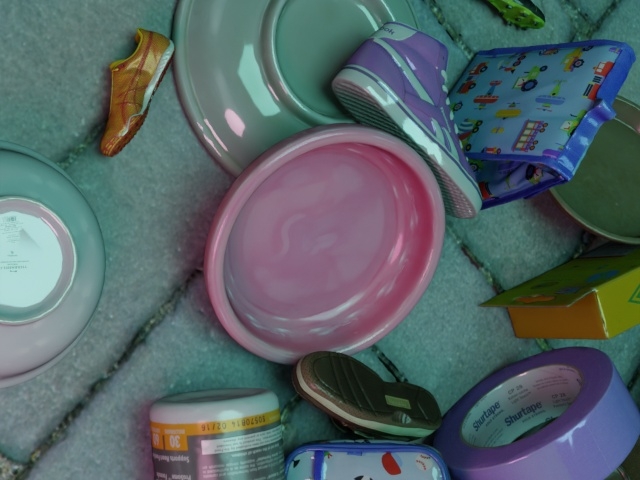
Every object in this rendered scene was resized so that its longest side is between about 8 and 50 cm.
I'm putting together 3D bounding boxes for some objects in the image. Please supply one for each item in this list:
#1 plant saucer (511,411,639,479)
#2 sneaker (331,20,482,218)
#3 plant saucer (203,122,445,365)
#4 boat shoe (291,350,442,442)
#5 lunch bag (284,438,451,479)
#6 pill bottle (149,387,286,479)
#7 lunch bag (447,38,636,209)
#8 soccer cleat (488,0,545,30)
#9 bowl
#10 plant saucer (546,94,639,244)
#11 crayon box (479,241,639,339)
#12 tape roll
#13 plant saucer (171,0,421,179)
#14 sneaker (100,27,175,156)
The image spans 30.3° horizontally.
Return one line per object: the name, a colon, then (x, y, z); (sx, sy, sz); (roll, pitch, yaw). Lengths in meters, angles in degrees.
plant saucer: (0.409, 0.366, 1.740); (0.311, 0.050, 0.310); (4, 67, -9)
sneaker: (0.153, -0.167, 1.567); (0.282, 0.102, 0.161); (50, 62, -27)
plant saucer: (0.000, 0.000, 1.523); (0.332, 0.084, 0.332); (-12, 120, -22)
boat shoe: (0.048, 0.226, 1.577); (0.257, 0.095, 0.095); (27, 40, -36)
lunch bag: (0.052, 0.409, 1.528); (0.243, 0.115, 0.303); (1, 84, 3)
pill bottle: (-0.119, 0.326, 1.445); (0.162, 0.162, 0.278); (-4, 89, -31)
lunch bag: (0.296, -0.171, 1.646); (0.138, 0.293, 0.221); (43, 68, -21)
soccer cleat: (0.275, -0.381, 1.784); (0.179, 0.060, 0.072); (28, 72, -23)
bowl: (-0.362, 0.025, 1.337); (0.298, 0.134, 0.298); (2, 86, -31)
plant saucer: (0.443, -0.110, 1.821); (0.278, 0.041, 0.278); (10, 58, -17)
crayon box: (0.421, 0.074, 1.760); (0.318, 0.202, 0.081); (-21, 98, -29)
tape roll: (0.295, 0.261, 1.629); (0.275, 0.275, 0.090); (-37, 106, -27)
plant saucer: (0.000, -0.249, 1.589); (0.400, 0.100, 0.400); (2, 87, -30)
sneaker: (-0.241, -0.183, 1.474); (0.067, 0.064, 0.175); (23, 69, -7)
